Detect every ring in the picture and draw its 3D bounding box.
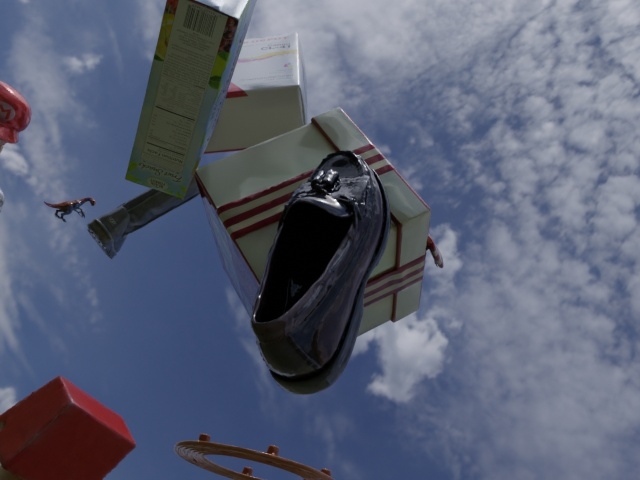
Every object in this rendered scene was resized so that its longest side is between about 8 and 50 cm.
[{"bbox_3d":[-0.123,0.443,1.235,0.337,0.032,0.336,11,-30,6],"label":"ring"}]

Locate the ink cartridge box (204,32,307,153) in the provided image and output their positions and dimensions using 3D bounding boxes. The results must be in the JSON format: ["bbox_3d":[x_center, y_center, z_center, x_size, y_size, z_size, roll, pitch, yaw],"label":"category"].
[{"bbox_3d":[-0.143,-0.311,1.302,0.226,0.306,0.131,-7,-53,2],"label":"ink cartridge box"}]

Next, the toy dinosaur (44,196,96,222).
[{"bbox_3d":[-0.528,-0.075,1.347,0.047,0.082,0.090,18,-32,38],"label":"toy dinosaur"}]

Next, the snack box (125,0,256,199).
[{"bbox_3d":[-0.127,-0.176,0.645,0.070,0.174,0.207,19,-52,-9],"label":"snack box"}]

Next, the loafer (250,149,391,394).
[{"bbox_3d":[0.002,0.000,0.628,0.109,0.302,0.095,-10,-46,25],"label":"loafer"}]

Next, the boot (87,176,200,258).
[{"bbox_3d":[-0.316,-0.057,1.140,0.076,0.208,0.190,52,-20,-9],"label":"boot"}]

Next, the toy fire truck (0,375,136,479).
[{"bbox_3d":[-0.149,0.162,0.245,0.135,0.192,0.047,40,-12,49],"label":"toy fire truck"}]

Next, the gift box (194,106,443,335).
[{"bbox_3d":[0.000,0.000,0.876,0.255,0.258,0.276,57,-16,30],"label":"gift box"}]

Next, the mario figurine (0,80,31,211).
[{"bbox_3d":[-0.554,-0.113,0.927,0.320,0.198,0.170,-34,-82,20],"label":"mario figurine"}]
